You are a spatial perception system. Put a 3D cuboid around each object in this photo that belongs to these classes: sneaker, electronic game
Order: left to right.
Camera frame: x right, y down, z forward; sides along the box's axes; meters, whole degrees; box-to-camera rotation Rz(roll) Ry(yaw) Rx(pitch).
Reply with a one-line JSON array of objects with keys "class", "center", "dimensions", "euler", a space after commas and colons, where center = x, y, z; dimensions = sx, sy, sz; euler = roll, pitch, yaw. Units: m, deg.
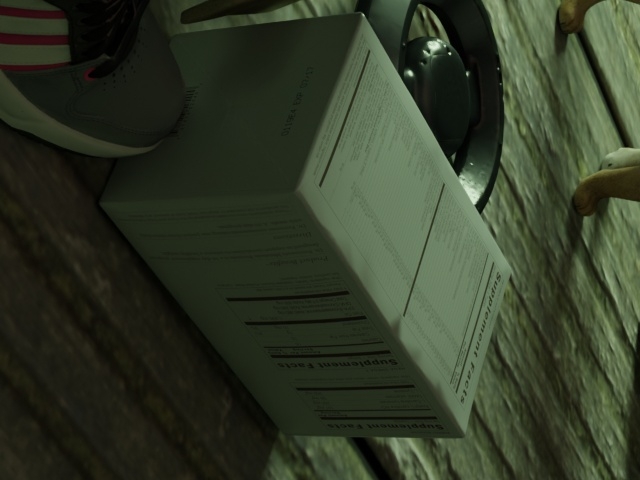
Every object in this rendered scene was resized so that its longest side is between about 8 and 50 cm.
[{"class": "sneaker", "center": [-0.101, -0.140, 0.903], "dimensions": [0.295, 0.178, 0.123], "euler": [46, 51, -50]}, {"class": "electronic game", "center": [0.077, -0.102, 1.337], "dimensions": [0.229, 0.048, 0.229], "euler": [7, 82, -61]}]

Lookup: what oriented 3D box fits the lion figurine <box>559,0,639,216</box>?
[{"class": "lion figurine", "center": [0.344, -0.140, 1.610], "dimensions": [0.142, 0.240, 0.392], "euler": [-27, 111, -57]}]

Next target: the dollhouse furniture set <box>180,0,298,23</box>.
[{"class": "dollhouse furniture set", "center": [-0.019, -0.268, 0.963], "dimensions": [0.135, 0.259, 0.262], "euler": [-24, 97, -57]}]

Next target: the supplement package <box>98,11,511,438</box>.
[{"class": "supplement package", "center": [0.000, 0.000, 1.113], "dimensions": [0.244, 0.134, 0.139], "euler": [56, 42, -42]}]
